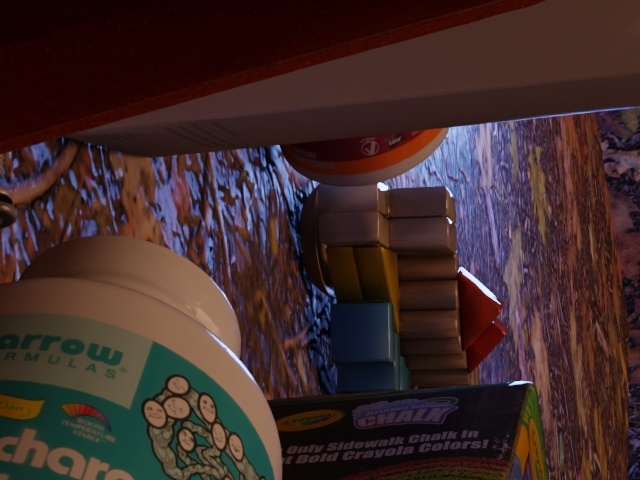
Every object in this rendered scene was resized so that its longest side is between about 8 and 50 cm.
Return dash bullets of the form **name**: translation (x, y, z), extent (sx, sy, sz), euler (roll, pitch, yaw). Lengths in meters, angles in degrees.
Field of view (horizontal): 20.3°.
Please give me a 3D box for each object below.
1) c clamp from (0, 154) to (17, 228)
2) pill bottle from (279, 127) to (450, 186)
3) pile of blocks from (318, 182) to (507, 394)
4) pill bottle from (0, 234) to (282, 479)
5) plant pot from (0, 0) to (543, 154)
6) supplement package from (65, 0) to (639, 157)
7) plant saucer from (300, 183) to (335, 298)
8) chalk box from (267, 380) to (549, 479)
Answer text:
- **c clamp**: translation (-0.139, -0.069, 0.726), extent (0.137, 0.022, 0.161), euler (60, 28, -59)
- **pill bottle**: translation (0.007, -0.152, 1.129), extent (0.121, 0.121, 0.221), euler (-80, 159, -46)
- **pile of blocks**: translation (0.081, 0.102, 1.302), extent (0.362, 0.112, 0.149), euler (75, 18, -44)
- **pill bottle**: translation (-0.094, 0.111, 0.587), extent (0.264, 0.146, 0.146), euler (-77, 157, -52)
- **plant pot**: translation (-0.092, -0.210, 0.545), extent (0.267, 0.267, 0.236), euler (68, 9, -49)
- **supplement package**: translation (0.031, -0.142, 0.847), extent (0.175, 0.293, 0.178), euler (8, 77, -80)
- **plant saucer**: translation (0.000, 0.000, 1.259), extent (0.083, 0.015, 0.083), euler (-5, 90, -76)
- **chalk box**: translation (0.041, 0.196, 1.017), extent (0.289, 0.180, 0.179), euler (-54, 136, -67)
